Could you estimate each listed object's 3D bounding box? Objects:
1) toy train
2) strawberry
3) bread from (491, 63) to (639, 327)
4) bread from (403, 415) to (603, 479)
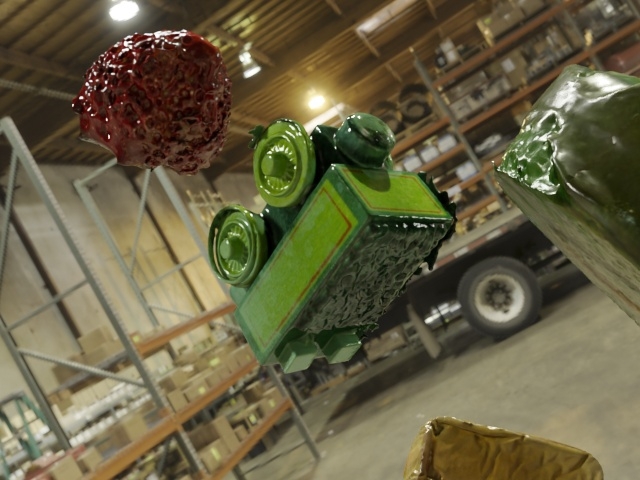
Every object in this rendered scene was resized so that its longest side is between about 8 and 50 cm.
[{"bbox_3d":[0.000,0.000,0.747,0.159,0.188,0.271,1,-44,-43],"label":"toy train"},{"bbox_3d":[-0.189,-0.179,0.875,0.201,0.187,0.184,-43,1,44],"label":"strawberry"},{"bbox_3d":[0.312,0.021,0.568,0.129,0.366,0.382,-46,-35,6],"label":"bread"},{"bbox_3d":[0.266,0.359,1.049,0.119,0.289,0.152,82,-156,-57],"label":"bread"}]
